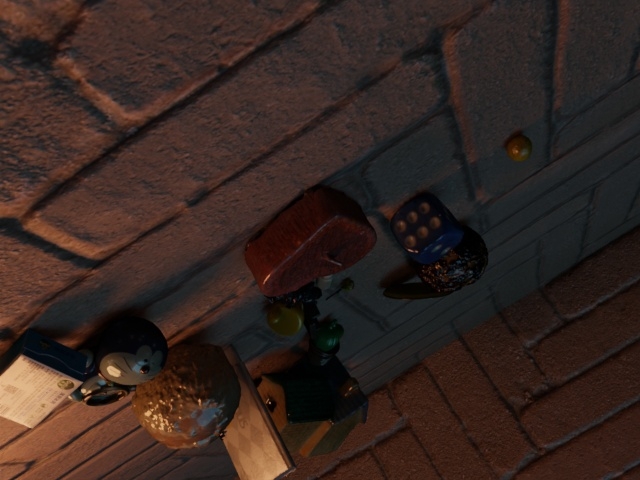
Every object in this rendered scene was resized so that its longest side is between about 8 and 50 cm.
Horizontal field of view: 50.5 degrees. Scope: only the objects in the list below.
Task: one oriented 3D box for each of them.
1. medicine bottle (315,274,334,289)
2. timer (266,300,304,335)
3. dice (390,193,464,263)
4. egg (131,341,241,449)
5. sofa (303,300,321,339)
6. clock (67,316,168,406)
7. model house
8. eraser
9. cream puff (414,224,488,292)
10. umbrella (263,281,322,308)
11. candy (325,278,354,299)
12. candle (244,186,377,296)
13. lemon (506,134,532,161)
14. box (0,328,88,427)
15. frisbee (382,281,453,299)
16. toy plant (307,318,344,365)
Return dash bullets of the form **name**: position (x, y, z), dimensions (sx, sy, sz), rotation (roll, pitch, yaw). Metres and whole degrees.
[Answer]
- **medicine bottle**: position (0.014, 0.097, 1.854), dimensions (0.047, 0.047, 0.083), rotation (-22, 156, -20)
- **timer**: position (-0.099, 0.217, 1.879), dimensions (0.107, 0.107, 0.109), rotation (-43, -168, 27)
- **dice**: position (0.281, -0.029, 1.799), dimensions (0.143, 0.146, 0.146), rotation (-41, 155, 18)
- **egg**: position (-0.347, 0.410, 1.785), dimensions (0.310, 0.279, 0.279), rotation (-42, 155, 21)
- **sofa**: position (-0.021, 0.235, 2.048), dimensions (0.060, 0.085, 0.147), rotation (-24, 156, -9)
- **clock**: position (-0.455, 0.267, 1.501), dimensions (0.243, 0.146, 0.199), rotation (-31, 146, 14)
- **model house**: position (-0.062, 0.547, 2.395), dimensions (0.382, 0.334, 0.342), rotation (5, 128, -48)
- **eraser**: position (-0.225, 0.525, 1.985), dimensions (0.213, 0.396, 0.082), rotation (-39, 156, 21)
- **cream puff**: position (0.419, 0.067, 2.145), dimensions (0.239, 0.164, 0.239), rotation (-24, 158, -10)
- **umbrella**: position (-0.064, 0.146, 1.831), dimensions (0.080, 0.071, 0.224), rotation (-27, 163, 24)
- **candy**: position (0.056, 0.155, 2.056), dimensions (0.123, 0.035, 0.035), rotation (-37, 155, 34)
- **candle**: position (0.000, 0.000, 1.539), dimensions (0.317, 0.131, 0.287), rotation (-20, 152, -27)
- **lemon**: position (0.519, -0.238, 1.770), dimensions (0.065, 0.065, 0.092), rotation (-27, 155, -11)
- **box**: position (-0.590, 0.285, 1.382), dimensions (0.139, 0.073, 0.194), rotation (35, 117, -30)
- **frisbee**: position (0.324, 0.165, 2.247), dimensions (0.236, 0.017, 0.236), rotation (-5, -174, 1)
- **toy plant**: position (0.024, 0.334, 2.294), dimensions (0.143, 0.105, 0.200), rotation (-19, 144, -52)
